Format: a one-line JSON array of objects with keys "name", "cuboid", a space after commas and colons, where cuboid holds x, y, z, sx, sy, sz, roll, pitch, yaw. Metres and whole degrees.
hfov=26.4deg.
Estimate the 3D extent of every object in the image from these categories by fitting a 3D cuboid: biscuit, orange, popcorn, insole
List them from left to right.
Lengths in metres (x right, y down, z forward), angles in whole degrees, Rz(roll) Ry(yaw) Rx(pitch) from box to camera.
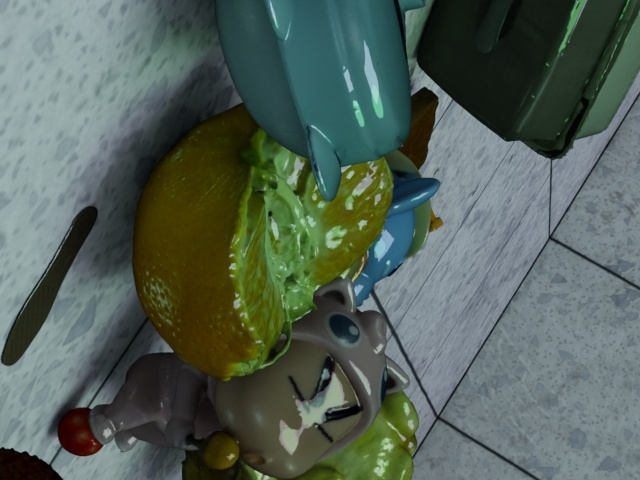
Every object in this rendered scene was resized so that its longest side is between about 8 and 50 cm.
[{"name": "insole", "cuboid": [-0.198, 0.034, 0.995, 0.135, 0.002, 0.045, -60, 165, 4]}, {"name": "orange", "cuboid": [-0.058, -0.012, 1.051, 0.237, 0.158, 0.179, -54, 156, -35]}, {"name": "popcorn", "cuboid": [-0.025, 0.221, 1.448, 0.237, 0.293, 0.293, -8, 143, -15]}, {"name": "biscuit", "cuboid": [0.052, -0.039, 1.559, 0.301, 0.043, 0.278, -62, 162, 5]}]

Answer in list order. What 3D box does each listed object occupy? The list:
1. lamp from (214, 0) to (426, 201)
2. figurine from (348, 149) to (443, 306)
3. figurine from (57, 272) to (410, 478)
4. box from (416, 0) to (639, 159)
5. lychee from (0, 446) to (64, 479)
[{"name": "lamp", "cuboid": [0.010, -0.170, 0.965, 0.284, 0.147, 0.209, -55, 140, -47]}, {"name": "figurine", "cuboid": [-0.001, -0.004, 1.324, 0.262, 0.154, 0.180, -28, 159, -31]}, {"name": "figurine", "cuboid": [-0.070, 0.143, 1.174, 0.186, 0.287, 0.176, -93, 164, -49]}, {"name": "box", "cuboid": [0.241, -0.250, 1.432, 0.166, 0.220, 0.290, -13, 136, -39]}, {"name": "lychee", "cuboid": [-0.236, 0.214, 1.001, 0.123, 0.123, 0.129, -52, 171, -26]}]
